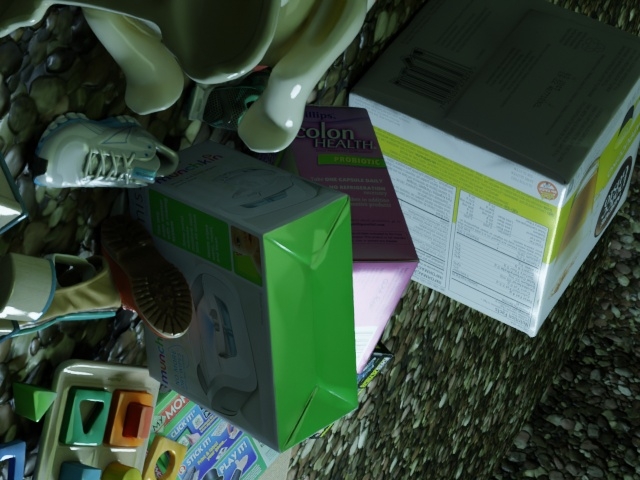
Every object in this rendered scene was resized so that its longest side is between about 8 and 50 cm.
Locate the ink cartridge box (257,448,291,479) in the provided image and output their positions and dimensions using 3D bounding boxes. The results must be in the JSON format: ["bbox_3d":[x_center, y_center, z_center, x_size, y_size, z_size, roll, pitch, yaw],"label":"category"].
[{"bbox_3d":[-0.134,0.338,1.990,0.234,0.088,0.193,-39,148,-50],"label":"ink cartridge box"}]

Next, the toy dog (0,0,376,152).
[{"bbox_3d":[-0.081,-0.280,1.243,0.408,0.284,0.395,11,85,-69],"label":"toy dog"}]

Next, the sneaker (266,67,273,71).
[{"bbox_3d":[-0.046,-0.268,1.542,0.130,0.087,0.227,-66,163,-3],"label":"sneaker"}]

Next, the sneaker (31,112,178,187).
[{"bbox_3d":[-0.203,-0.081,1.368,0.190,0.083,0.071,-21,134,-60],"label":"sneaker"}]

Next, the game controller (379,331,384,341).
[{"bbox_3d":[0.041,0.140,2.260,0.319,0.067,0.166,62,41,-65],"label":"game controller"}]

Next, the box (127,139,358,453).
[{"bbox_3d":[-0.081,0.053,1.503,0.127,0.231,0.262,-26,125,-37],"label":"box"}]

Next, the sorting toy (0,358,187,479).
[{"bbox_3d":[-0.241,0.233,1.566,0.347,0.047,0.196,15,90,-58],"label":"sorting toy"}]

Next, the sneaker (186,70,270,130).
[{"bbox_3d":[-0.082,-0.152,1.591,0.166,0.076,0.065,-29,139,-58],"label":"sneaker"}]

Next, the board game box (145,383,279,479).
[{"bbox_3d":[-0.102,0.198,1.822,0.317,0.046,0.213,-45,128,-31],"label":"board game box"}]

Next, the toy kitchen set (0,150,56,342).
[{"bbox_3d":[-0.331,0.031,1.213,0.207,0.166,0.122,-31,164,14],"label":"toy kitchen set"}]

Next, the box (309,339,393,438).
[{"bbox_3d":[0.005,0.228,2.166,0.191,0.045,0.184,-51,157,14],"label":"box"}]

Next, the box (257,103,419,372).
[{"bbox_3d":[0.000,0.000,1.650,0.117,0.243,0.213,0,139,-22],"label":"box"}]

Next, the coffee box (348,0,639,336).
[{"bbox_3d":[0.261,-0.132,2.075,0.337,0.338,0.334,-50,155,-35],"label":"coffee box"}]

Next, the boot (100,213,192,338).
[{"bbox_3d":[-0.184,0.054,1.478,0.059,0.158,0.085,-17,144,-27],"label":"boot"}]

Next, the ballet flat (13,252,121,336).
[{"bbox_3d":[-0.277,0.051,1.377,0.232,0.080,0.073,-9,93,-69],"label":"ballet flat"}]
